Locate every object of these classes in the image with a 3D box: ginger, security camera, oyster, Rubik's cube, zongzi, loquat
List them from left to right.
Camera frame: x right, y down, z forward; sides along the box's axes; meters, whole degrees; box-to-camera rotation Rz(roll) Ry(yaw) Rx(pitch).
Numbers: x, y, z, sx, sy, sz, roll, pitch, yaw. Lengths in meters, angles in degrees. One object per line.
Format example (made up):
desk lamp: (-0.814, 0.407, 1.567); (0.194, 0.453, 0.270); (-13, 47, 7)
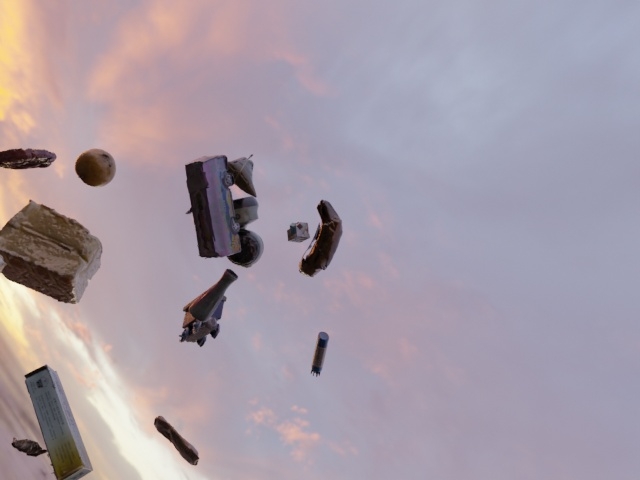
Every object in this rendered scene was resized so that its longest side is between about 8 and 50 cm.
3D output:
oyster: (-0.809, 0.567, 1.152); (0.086, 0.029, 0.132); (-8, -42, 20)
loquat: (-0.827, -0.268, 1.551); (0.141, 0.141, 0.141); (28, -46, 34)
security camera: (-0.324, -0.027, 1.695); (0.191, 0.197, 0.277); (-142, -140, -81)
zongzi: (-0.269, -0.244, 1.612); (0.178, 0.189, 0.081); (41, -60, 3)
Rubik's cube: (-0.081, -0.035, 1.563); (0.075, 0.084, 0.073); (-20, -108, 29)
ginger: (0.007, 0.009, 1.608); (0.133, 0.107, 0.309); (35, -74, 42)

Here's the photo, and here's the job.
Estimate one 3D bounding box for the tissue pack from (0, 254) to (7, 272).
tissue pack: (-1.146, 0.123, 1.337); (0.090, 0.186, 0.222); (46, 1, -5)

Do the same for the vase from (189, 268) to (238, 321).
vase: (-0.398, 0.203, 1.584); (0.086, 0.086, 0.214); (43, -82, 19)

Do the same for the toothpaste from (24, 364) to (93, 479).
toothpaste: (-0.710, 0.490, 1.132); (0.312, 0.071, 0.089); (52, -26, 24)

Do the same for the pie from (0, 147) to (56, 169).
pie: (-0.791, -0.218, 1.124); (0.155, 0.155, 0.036); (-5, -86, 50)

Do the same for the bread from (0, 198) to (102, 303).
bread: (-1.226, 0.073, 1.905); (0.371, 0.279, 0.390); (28, -37, -11)

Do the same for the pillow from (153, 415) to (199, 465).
pillow: (-0.496, 0.690, 1.448); (0.211, 0.034, 0.135); (38, -42, 12)

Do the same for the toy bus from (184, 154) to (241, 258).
toy bus: (-0.336, -0.105, 1.308); (0.113, 0.138, 0.316); (-5, -80, 23)

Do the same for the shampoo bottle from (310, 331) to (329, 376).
shampoo bottle: (-0.004, 0.483, 1.768); (0.050, 0.087, 0.182); (11, -80, -4)

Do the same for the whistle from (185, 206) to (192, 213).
whistle: (-0.628, -0.153, 2.059); (0.083, 0.033, 0.029); (-37, -95, 13)

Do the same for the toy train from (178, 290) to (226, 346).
toy train: (-0.542, 0.364, 1.931); (0.131, 0.201, 0.300); (24, -37, -30)
